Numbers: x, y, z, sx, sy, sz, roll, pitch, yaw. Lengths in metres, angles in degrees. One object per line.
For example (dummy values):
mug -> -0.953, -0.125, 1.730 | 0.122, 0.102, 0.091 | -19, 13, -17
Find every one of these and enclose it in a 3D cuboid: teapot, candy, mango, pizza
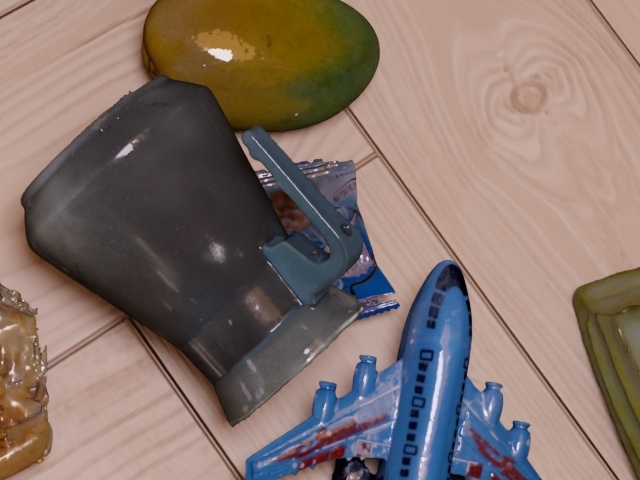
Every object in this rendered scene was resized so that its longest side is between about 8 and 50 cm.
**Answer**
teapot -> -0.078, 0.001, 1.175 | 0.225, 0.203, 0.171 | 47, 41, -2
candy -> 0.001, 0.000, 1.284 | 0.088, 0.038, 0.136 | -15, 75, -8
mango -> -0.043, -0.148, 1.293 | 0.194, 0.092, 0.130 | -8, 73, -28
pizza -> -0.263, 0.075, 1.165 | 0.147, 0.069, 0.226 | -1, 73, -14

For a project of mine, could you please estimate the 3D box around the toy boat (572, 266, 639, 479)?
toy boat -> 0.293, 0.146, 1.296 | 0.111, 0.084, 0.276 | -15, 77, -22

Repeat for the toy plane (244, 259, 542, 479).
toy plane -> 0.072, 0.148, 1.219 | 0.254, 0.105, 0.271 | 13, 69, -13
